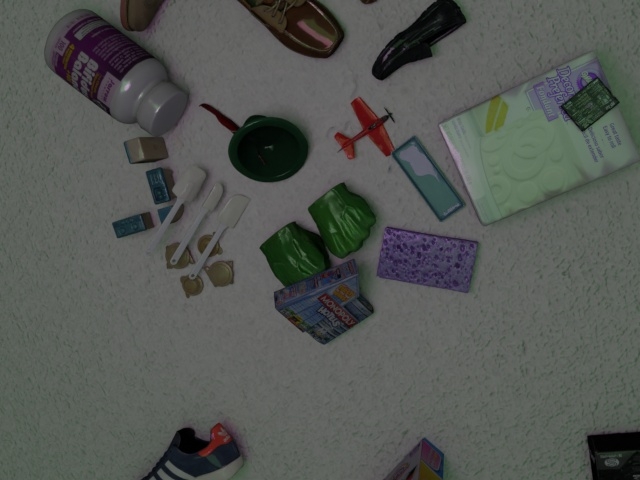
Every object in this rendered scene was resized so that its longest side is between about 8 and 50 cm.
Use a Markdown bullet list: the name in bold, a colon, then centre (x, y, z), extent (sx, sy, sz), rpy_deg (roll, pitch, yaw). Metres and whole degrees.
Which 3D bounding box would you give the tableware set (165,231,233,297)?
- **tableware set**: centre (-0.296, 0.060, 1.539), extent (0.168, 0.020, 0.141), rpy_deg (-18, 95, 13)

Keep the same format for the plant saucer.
- **plant saucer**: centre (0.237, -0.136, 1.391), extent (0.067, 0.018, 0.192), rpy_deg (-36, 89, 15)

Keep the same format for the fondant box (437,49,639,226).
- **fondant box**: centre (0.440, -0.204, 1.295), extent (0.330, 0.096, 0.238), rpy_deg (-24, 92, 13)

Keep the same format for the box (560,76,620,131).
- **box**: centre (0.519, -0.262, 1.211), extent (0.083, 0.018, 0.067), rpy_deg (-41, 88, 14)

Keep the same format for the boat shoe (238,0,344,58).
- **boat shoe**: centre (-0.100, -0.510, 1.355), extent (0.324, 0.120, 0.122), rpy_deg (36, 105, 5)

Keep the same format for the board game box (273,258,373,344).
- **board game box**: centre (0.031, 0.138, 1.409), extent (0.194, 0.060, 0.194), rpy_deg (-35, 123, 16)

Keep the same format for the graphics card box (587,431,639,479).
- **graphics card box**: centre (0.724, 0.600, 1.355), extent (0.233, 0.094, 0.371), rpy_deg (-10, 97, 14)

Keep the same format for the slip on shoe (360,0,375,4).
- **slip on shoe**: centre (0.127, -0.568, 1.339), extent (0.135, 0.051, 0.041), rpy_deg (-53, 45, 22)

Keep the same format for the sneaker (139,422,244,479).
- **sneaker**: centre (-0.368, 0.562, 1.585), extent (0.350, 0.131, 0.148), rpy_deg (-24, 86, 9)

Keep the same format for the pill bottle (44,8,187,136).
- **pill bottle**: centre (-0.459, -0.374, 1.431), extent (0.301, 0.169, 0.169), rpy_deg (37, 104, 6)

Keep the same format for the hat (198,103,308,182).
- **hat**: centre (-0.141, -0.262, 1.453), extent (0.173, 0.183, 0.208), rpy_deg (-39, 130, 22)

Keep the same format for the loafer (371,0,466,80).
- **loafer**: centre (0.205, -0.413, 1.325), extent (0.223, 0.076, 0.078), rpy_deg (-40, 81, 11)

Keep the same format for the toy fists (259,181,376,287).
- **toy fists**: centre (0.000, 0.000, 1.427), extent (0.279, 0.096, 0.142), rpy_deg (-37, 82, 17)

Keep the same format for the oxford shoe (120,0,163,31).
- **oxford shoe**: centre (-0.331, -0.610, 1.394), extent (0.130, 0.123, 0.348), rpy_deg (30, 105, 1)

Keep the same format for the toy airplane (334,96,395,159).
- **toy airplane**: centre (0.095, -0.241, 1.400), extent (0.151, 0.028, 0.151), rpy_deg (2, 100, 11)

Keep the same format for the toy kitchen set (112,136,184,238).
- **toy kitchen set**: centre (-0.442, -0.123, 1.490), extent (0.166, 0.122, 0.207), rpy_deg (-15, 95, 14)

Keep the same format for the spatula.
- **spatula**: centre (-0.299, -0.039, 1.484), extent (0.168, 0.019, 0.242), rpy_deg (30, 98, -22)

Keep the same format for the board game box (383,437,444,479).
- **board game box**: centre (0.165, 0.598, 1.364), extent (0.064, 0.316, 0.242), rpy_deg (39, 105, 4)

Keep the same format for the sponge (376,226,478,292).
- **sponge**: centre (0.238, 0.043, 1.411), extent (0.210, 0.031, 0.117), rpy_deg (10, 101, 11)
